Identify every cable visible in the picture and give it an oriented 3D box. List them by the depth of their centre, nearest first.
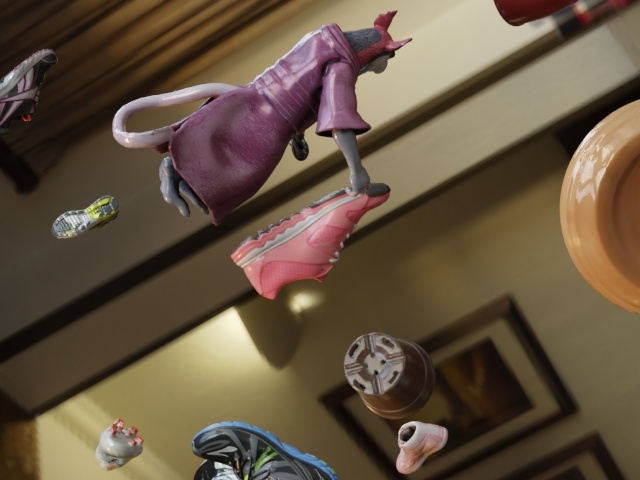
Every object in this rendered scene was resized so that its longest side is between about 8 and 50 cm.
[{"bbox_3d":[-0.048,-0.225,2.047,0.184,0.047,0.150,-113,8,-58],"label":"cable"}]

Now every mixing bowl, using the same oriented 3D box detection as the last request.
[{"bbox_3d":[0.294,-0.365,1.504,0.181,0.098,0.181,-12,-75,-56],"label":"mixing bowl"}]

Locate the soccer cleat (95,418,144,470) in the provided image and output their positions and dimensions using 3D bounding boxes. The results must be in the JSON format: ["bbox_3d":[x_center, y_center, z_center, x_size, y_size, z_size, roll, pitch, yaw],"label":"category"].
[{"bbox_3d":[-0.316,0.326,1.832,0.068,0.076,0.196,30,173,-5],"label":"soccer cleat"}]

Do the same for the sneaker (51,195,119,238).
[{"bbox_3d":[-0.269,-0.020,1.368,0.035,0.083,0.031,86,159,-68],"label":"sneaker"}]

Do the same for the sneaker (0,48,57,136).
[{"bbox_3d":[-0.475,-0.228,1.869,0.077,0.178,0.072,51,149,-18],"label":"sneaker"}]

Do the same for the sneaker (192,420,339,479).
[{"bbox_3d":[-0.070,0.277,1.418,0.067,0.188,0.078,102,-166,-50],"label":"sneaker"}]

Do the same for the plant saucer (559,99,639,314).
[{"bbox_3d":[0.312,-0.028,1.036,0.200,0.200,0.037,59,179,-8],"label":"plant saucer"}]

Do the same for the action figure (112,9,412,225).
[{"bbox_3d":[-0.054,-0.187,1.515,0.276,0.370,0.248,47,-174,-33],"label":"action figure"}]

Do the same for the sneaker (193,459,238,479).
[{"bbox_3d":[-0.151,0.347,1.618,0.217,0.121,0.079,-8,96,56],"label":"sneaker"}]

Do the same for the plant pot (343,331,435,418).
[{"bbox_3d":[0.128,0.259,2.350,0.167,0.167,0.165,65,-170,25],"label":"plant pot"}]

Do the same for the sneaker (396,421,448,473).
[{"bbox_3d":[0.146,0.338,1.947,0.070,0.134,0.051,19,-132,-22],"label":"sneaker"}]

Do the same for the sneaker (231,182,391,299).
[{"bbox_3d":[0.000,0.000,2.161,0.136,0.314,0.116,62,180,-5],"label":"sneaker"}]
